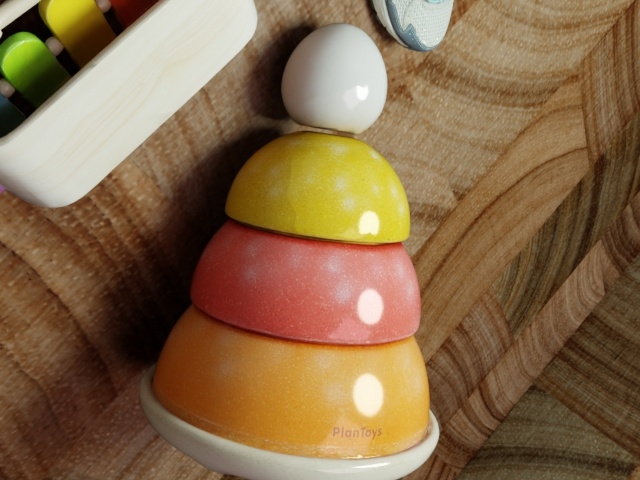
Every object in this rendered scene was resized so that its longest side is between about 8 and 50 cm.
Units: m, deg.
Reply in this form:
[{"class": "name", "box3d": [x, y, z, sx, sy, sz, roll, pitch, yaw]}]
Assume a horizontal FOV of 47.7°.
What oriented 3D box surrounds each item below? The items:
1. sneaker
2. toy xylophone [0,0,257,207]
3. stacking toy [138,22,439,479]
[{"class": "sneaker", "box3d": [0.130, -0.328, 0.789, 0.110, 0.122, 0.283, -32, 139, -27]}, {"class": "toy xylophone", "box3d": [-0.172, -0.163, 0.578, 0.323, 0.081, 0.236, -43, 162, -17]}, {"class": "stacking toy", "box3d": [0.000, 0.000, 0.826, 0.350, 0.350, 0.480, 2, 101, -49]}]
